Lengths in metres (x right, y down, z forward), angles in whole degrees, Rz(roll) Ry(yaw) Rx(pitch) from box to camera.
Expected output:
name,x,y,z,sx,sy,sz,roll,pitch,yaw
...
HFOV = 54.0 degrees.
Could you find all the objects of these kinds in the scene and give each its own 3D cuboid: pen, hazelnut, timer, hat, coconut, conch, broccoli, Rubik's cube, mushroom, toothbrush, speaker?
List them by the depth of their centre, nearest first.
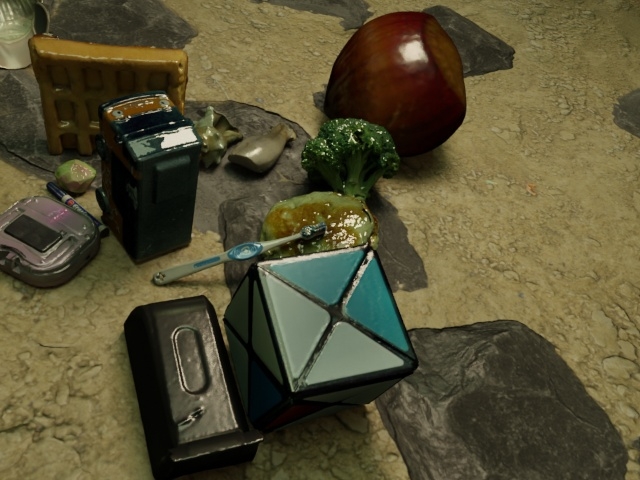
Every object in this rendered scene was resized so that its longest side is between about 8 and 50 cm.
name,x,y,z,sx,sy,sz,roll,pitch,yaw
speaker,-0.224,0.233,1.088,0.180,0.184,0.388,-8,48,-22
Rubik's cube,-0.012,0.177,1.124,0.248,0.250,0.246,-8,65,-26
timer,-0.580,-0.004,1.306,0.208,0.069,0.191,25,47,8
toothbrush,-0.169,0.027,1.343,0.386,0.040,0.040,-17,50,-4
pen,-0.549,-0.072,1.412,0.204,0.025,0.025,36,48,20
coconut,-0.567,-0.147,1.447,0.082,0.081,0.083,35,17,-32
broccoli,0.068,-0.177,1.570,0.270,0.270,0.270,3,77,-13
conch,-0.292,-0.271,1.618,0.114,0.137,0.234,-7,33,13
mushroom,-0.145,-0.251,1.659,0.116,0.093,0.225,17,45,32
hazelnut,0.216,-0.441,1.749,0.402,0.402,0.429,7,51,-9
hat,-0.878,-0.607,1.772,0.232,0.161,0.275,-18,76,-16

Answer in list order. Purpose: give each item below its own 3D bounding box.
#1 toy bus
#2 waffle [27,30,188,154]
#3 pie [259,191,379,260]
name,x,y,z,sx,sy,sz,roll,pitch,yaw
toy bus,-0.360,-0.127,1.310,0.162,0.323,0.194,-22,59,-33
waffle,-0.493,-0.328,1.487,0.348,0.304,0.077,2,46,-12
pie,0.000,-0.008,1.428,0.274,0.105,0.257,12,61,11
